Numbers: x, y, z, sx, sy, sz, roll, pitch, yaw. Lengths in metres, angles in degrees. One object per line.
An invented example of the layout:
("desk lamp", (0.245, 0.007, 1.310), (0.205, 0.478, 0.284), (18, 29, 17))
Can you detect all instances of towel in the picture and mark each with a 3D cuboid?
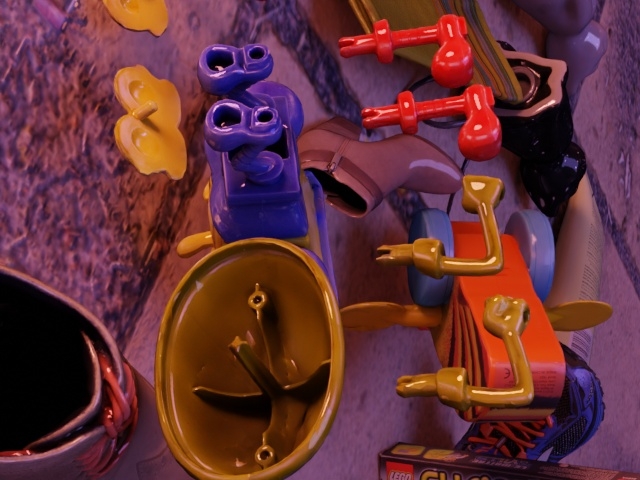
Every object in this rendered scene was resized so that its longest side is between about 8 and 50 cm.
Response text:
("towel", (0.082, -0.163, 1.022), (0.237, 0.021, 0.102), (9, 50, -59))

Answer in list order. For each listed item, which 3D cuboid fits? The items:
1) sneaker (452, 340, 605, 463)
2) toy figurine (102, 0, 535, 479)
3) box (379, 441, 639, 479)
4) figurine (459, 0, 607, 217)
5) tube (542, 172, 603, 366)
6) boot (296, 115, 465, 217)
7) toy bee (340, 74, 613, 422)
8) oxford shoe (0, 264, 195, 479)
("sneaker", (0.151, 0.165, 1.088), (0.087, 0.083, 0.221), (-28, 151, -43))
("toy figurine", (0.000, 0.000, 0.767), (0.217, 0.191, 0.362), (83, -3, -57))
("box", (0.144, 0.221, 1.030), (0.036, 0.207, 0.114), (-17, 107, -58))
("figurine", (0.206, -0.152, 1.235), (0.209, 0.092, 0.215), (51, 49, -59))
("tube", (0.247, 0.044, 1.342), (0.070, 0.062, 0.240), (126, -14, -55))
("boot", (0.037, -0.043, 0.935), (0.087, 0.118, 0.042), (-67, 179, -56))
("toy bee", (0.119, 0.038, 1.023), (0.298, 0.195, 0.162), (-69, 171, -46))
("oxford shoe", (-0.131, 0.089, 0.629), (0.348, 0.130, 0.123), (38, 61, -54))
